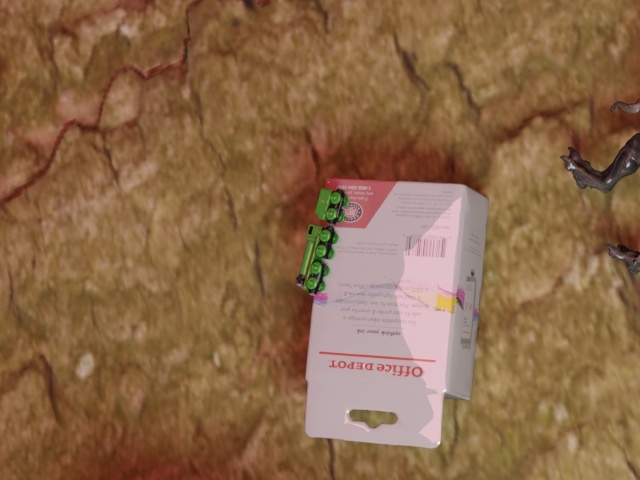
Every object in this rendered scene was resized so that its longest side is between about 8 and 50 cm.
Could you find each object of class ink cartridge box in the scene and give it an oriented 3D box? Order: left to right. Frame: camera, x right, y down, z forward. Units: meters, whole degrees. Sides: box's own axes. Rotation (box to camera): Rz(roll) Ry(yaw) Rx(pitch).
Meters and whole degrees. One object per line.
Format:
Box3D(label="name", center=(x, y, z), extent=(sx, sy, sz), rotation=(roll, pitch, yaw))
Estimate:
Box3D(label="ink cartridge box", center=(0.057, 0.057, 1.501), extent=(0.115, 0.067, 0.198), rotation=(4, 82, 22))

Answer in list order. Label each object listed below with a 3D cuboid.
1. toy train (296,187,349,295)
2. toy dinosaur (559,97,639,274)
Box3D(label="toy train", center=(0.000, 0.000, 1.487), extent=(0.024, 0.017, 0.083), rotation=(14, 86, 34))
Box3D(label="toy dinosaur", center=(0.250, -0.041, 1.436), extent=(0.118, 0.064, 0.268), rotation=(-28, 65, 30))
